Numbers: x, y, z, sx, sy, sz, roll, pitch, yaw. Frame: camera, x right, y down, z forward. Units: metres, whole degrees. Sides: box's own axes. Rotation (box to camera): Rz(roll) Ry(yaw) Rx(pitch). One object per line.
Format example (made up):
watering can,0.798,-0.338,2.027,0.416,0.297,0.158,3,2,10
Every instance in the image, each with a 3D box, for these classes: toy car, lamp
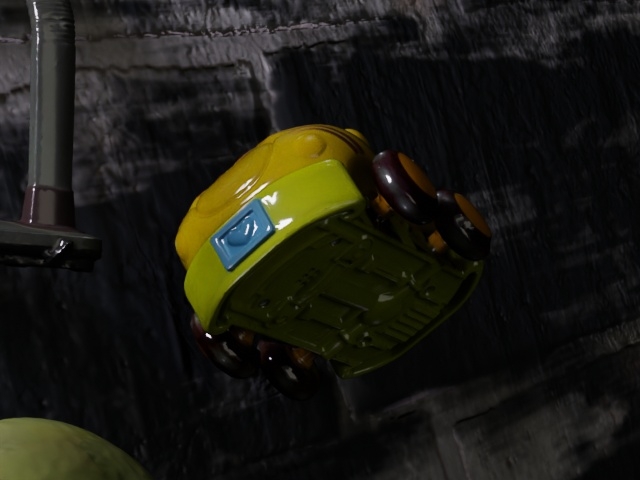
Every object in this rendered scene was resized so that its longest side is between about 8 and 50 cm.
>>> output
toy car,0.000,0.000,1.119,0.248,0.200,0.142,31,24,-54
lamp,-0.241,-0.112,0.920,0.203,0.124,0.283,3,73,-38

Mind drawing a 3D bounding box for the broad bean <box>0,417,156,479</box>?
broad bean,-0.148,0.242,0.901,0.238,0.119,0.291,-34,105,-52
